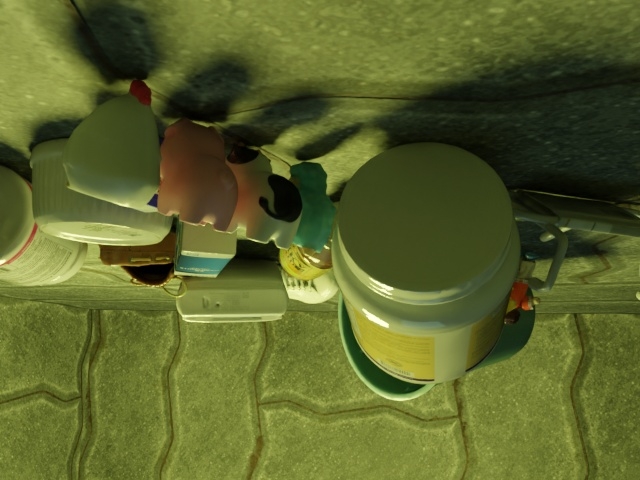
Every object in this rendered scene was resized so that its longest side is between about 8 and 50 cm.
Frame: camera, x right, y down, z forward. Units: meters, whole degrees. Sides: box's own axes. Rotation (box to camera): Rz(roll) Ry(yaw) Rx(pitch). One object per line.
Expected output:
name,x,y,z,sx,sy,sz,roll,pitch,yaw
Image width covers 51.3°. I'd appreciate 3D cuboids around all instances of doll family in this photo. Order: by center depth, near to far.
doll family,0.247,0.076,1.176,0.263,0.163,0.118,20,-161,27

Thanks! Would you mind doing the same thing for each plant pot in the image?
plant pot,0.275,0.158,1.478,0.334,0.340,0.341,0,173,-38

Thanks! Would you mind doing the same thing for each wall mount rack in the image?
wall mount rack,0.370,-0.011,1.058,0.350,0.130,0.304,7,-159,-19

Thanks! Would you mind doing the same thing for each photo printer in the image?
photo printer,-0.217,0.113,1.648,0.256,0.107,0.307,0,-171,-7

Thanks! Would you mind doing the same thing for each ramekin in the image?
ramekin,-0.301,-0.060,0.936,0.207,0.108,0.207,2,169,0

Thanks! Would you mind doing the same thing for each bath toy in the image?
bath toy,-0.127,-0.079,0.771,0.152,0.128,0.348,18,-179,40

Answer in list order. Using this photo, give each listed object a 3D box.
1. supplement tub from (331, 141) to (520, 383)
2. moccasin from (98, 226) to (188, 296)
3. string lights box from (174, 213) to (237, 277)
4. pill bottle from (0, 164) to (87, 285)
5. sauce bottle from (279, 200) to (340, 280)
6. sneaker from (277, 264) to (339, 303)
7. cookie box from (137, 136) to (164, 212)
supplement tub,0.144,0.043,0.919,0.241,0.240,0.331,0,152,10
moccasin,-0.337,0.037,1.342,0.139,0.146,0.380,2,169,2
string lights box,-0.179,-0.024,1.031,0.077,0.133,0.260,4,168,-14
pill bottle,-0.491,-0.012,1.082,0.161,0.160,0.283,2,169,0
sauce bottle,0.000,0.000,1.202,0.112,0.111,0.344,4,167,-11
sneaker,-0.079,0.118,1.820,0.290,0.105,0.123,-7,168,44
cookie box,-0.229,-0.090,0.816,0.040,0.091,0.107,0,170,26
